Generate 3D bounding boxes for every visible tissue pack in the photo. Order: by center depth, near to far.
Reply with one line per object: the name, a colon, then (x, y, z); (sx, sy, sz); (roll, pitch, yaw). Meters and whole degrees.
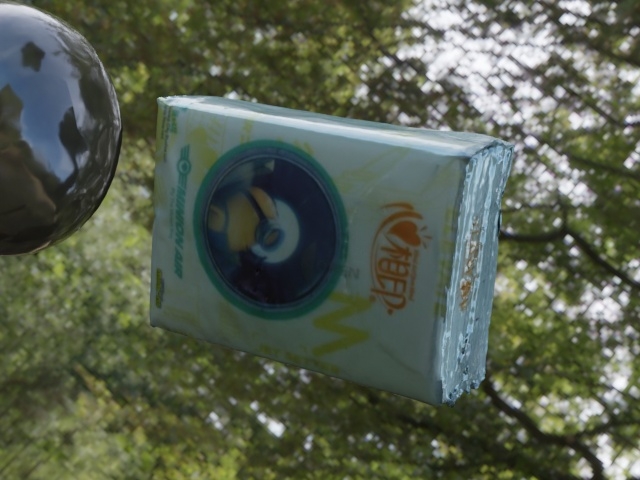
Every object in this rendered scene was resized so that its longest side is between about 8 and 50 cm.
tissue pack: (0.000, 0.000, 1.225); (0.388, 0.162, 0.287); (12, -74, 28)

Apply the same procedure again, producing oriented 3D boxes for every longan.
longan: (-0.132, -0.037, 0.421); (0.106, 0.119, 0.106); (32, -23, 16)
